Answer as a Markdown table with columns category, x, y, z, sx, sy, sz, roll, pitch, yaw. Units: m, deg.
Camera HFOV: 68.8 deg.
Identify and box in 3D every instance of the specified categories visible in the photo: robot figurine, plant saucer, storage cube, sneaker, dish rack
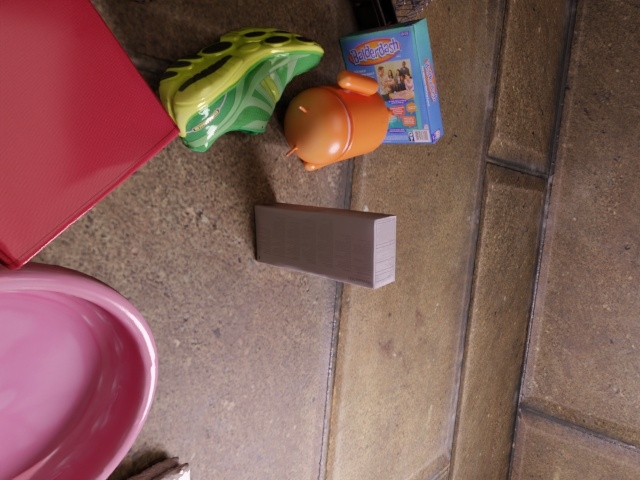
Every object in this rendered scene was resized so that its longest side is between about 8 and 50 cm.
| category | x | y | z | sx | sy | sz | roll | pitch | yaw |
| --- | --- | --- | --- | --- | --- | --- | --- | --- | --- |
| robot figurine | 0.029 | -0.201 | 0.791 | 0.219 | 0.158 | 0.128 | -25 | 99 | -44 |
| plant saucer | -0.327 | 0.166 | 0.451 | 0.332 | 0.084 | 0.332 | -29 | 132 | -37 |
| storage cube | -0.284 | -0.119 | 0.406 | 0.215 | 0.184 | 0.193 | -52 | 131 | -28 |
| sneaker | -0.106 | -0.224 | 0.671 | 0.295 | 0.109 | 0.123 | -43 | 150 | -38 |
| dish rack | 0.149 | -0.516 | 0.907 | 0.271 | 0.074 | 0.208 | -52 | 133 | -29 |

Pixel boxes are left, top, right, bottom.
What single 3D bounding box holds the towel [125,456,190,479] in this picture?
| category | x | y | z | sx | sy | sz | roll | pitch | yaw |
| --- | --- | --- | --- | --- | --- | --- | --- | --- | --- |
| towel | -0.294 | 0.422 | 0.610 | 0.282 | 0.049 | 0.187 | -6 | 101 | -47 |

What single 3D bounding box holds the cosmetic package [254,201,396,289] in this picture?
| category | x | y | z | sx | sy | sz | roll | pitch | yaw |
| --- | --- | --- | --- | --- | --- | --- | --- | --- | --- |
| cosmetic package | 0.000 | 0.000 | 0.713 | 0.060 | 0.239 | 0.099 | -12 | 107 | -48 |

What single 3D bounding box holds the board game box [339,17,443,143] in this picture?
| category | x | y | z | sx | sy | sz | roll | pitch | yaw |
| --- | --- | --- | --- | --- | --- | --- | --- | --- | --- |
| board game box | 0.133 | -0.286 | 0.869 | 0.047 | 0.160 | 0.210 | -42 | 128 | -36 |

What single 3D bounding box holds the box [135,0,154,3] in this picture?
| category | x | y | z | sx | sy | sz | roll | pitch | yaw |
| --- | --- | --- | --- | --- | --- | --- | --- | --- | --- |
| box | -0.272 | -0.322 | 0.445 | 0.275 | 0.094 | 0.113 | -9 | 104 | -47 |
